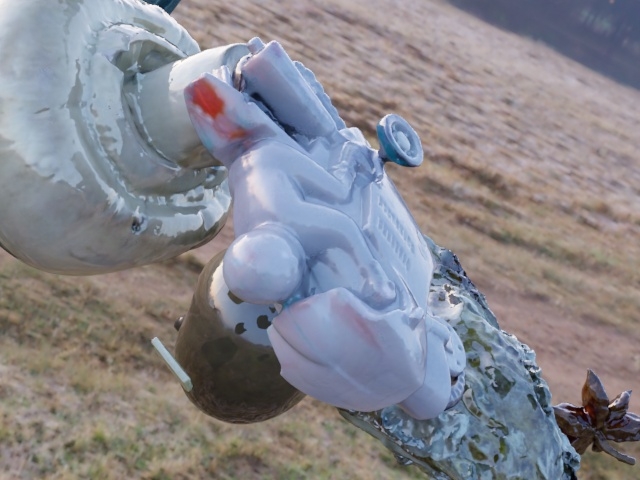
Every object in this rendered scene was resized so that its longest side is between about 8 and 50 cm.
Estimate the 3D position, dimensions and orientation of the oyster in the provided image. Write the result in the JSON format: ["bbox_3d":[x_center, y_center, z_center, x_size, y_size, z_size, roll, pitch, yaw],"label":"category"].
[{"bbox_3d":[0.106,0.130,0.833,0.158,0.162,0.351,23,28,-54],"label":"oyster"}]

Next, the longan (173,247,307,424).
[{"bbox_3d":[-0.112,0.152,1.562,0.300,0.300,0.243,42,10,39],"label":"longan"}]

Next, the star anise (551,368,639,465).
[{"bbox_3d":[0.476,0.329,1.712,0.196,0.212,0.111,60,24,-26],"label":"star anise"}]

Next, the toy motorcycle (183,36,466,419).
[{"bbox_3d":[0.000,0.000,0.578,0.260,0.110,0.171,60,30,4],"label":"toy motorcycle"}]

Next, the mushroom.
[{"bbox_3d":[-0.144,-0.094,0.736,0.254,0.234,0.260,50,33,-36],"label":"mushroom"}]

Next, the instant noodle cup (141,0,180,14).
[{"bbox_3d":[-0.246,-0.353,1.291,0.070,0.179,0.157,15,48,-39],"label":"instant noodle cup"}]

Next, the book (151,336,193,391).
[{"bbox_3d":[-0.213,0.180,1.394,0.077,0.014,0.111,49,-14,8],"label":"book"}]
